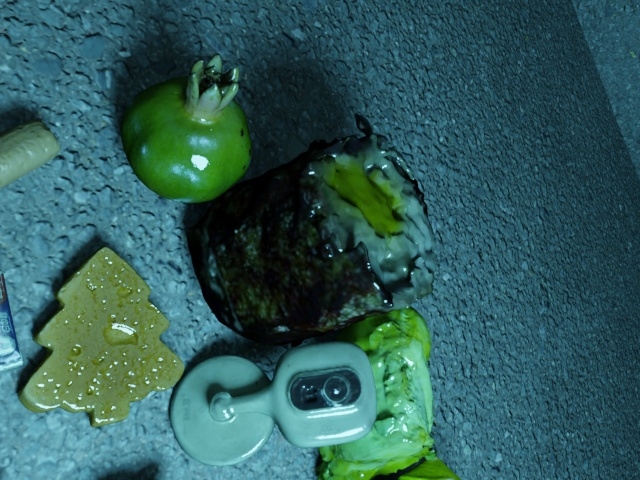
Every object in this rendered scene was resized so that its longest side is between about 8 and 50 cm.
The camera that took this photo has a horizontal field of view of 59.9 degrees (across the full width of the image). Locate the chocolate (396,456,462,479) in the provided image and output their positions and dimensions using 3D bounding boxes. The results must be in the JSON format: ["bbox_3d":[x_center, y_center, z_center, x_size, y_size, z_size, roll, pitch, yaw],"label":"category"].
[{"bbox_3d":[0.149,0.577,0.961,0.289,0.137,0.301,-9,107,-44],"label":"chocolate"}]

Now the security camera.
[{"bbox_3d":[-0.069,0.231,0.803,0.301,0.080,0.157,-7,70,-4],"label":"security camera"}]

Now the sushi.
[{"bbox_3d":[0.002,0.000,0.851,0.281,0.294,0.299,59,37,-6],"label":"sushi"}]

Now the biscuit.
[{"bbox_3d":[-0.290,0.127,0.749,0.212,0.041,0.238,0,83,-36],"label":"biscuit"}]

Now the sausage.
[{"bbox_3d":[-0.439,-0.060,0.632,0.301,0.066,0.066,-38,108,-37],"label":"sausage"}]

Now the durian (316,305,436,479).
[{"bbox_3d":[0.104,0.267,0.949,0.204,0.256,0.339,10,69,-21],"label":"durian"}]

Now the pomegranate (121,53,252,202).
[{"bbox_3d":[-0.176,-0.158,0.776,0.187,0.225,0.187,13,56,-20],"label":"pomegranate"}]

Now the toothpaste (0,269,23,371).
[{"bbox_3d":[-0.391,0.090,0.677,0.037,0.021,0.140,-9,92,-41],"label":"toothpaste"}]
